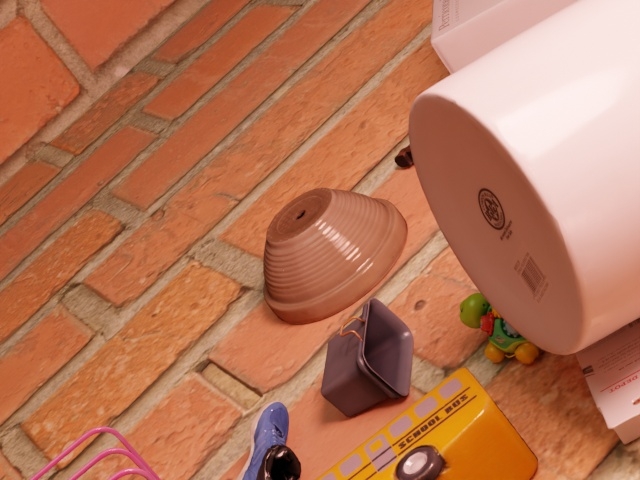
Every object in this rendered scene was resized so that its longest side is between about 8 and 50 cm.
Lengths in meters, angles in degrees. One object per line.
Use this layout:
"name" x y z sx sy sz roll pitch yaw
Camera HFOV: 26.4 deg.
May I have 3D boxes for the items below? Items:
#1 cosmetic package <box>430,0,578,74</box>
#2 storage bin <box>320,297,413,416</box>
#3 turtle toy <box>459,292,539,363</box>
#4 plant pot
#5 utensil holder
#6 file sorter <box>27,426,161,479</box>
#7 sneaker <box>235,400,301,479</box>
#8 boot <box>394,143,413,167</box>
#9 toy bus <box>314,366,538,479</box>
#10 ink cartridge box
"cosmetic package" 0.399 -0.394 2.061 0.453 0.161 0.230 -28 27 22
"storage bin" 0.049 0.149 1.703 0.091 0.098 0.135 -37 24 27
"turtle toy" 0.219 0.091 1.601 0.130 0.066 0.095 -2 43 50
"plant pot" 0.000 0.000 1.982 0.237 0.110 0.237 -29 27 16
"utensil holder" 0.329 -0.108 1.399 0.385 0.327 0.327 -29 24 -14
"file sorter" -0.239 0.374 1.587 0.202 0.182 0.291 -41 26 -8
"sneaker" -0.052 0.259 1.676 0.084 0.058 0.152 -21 34 42
"boot" 0.178 -0.163 2.111 0.106 0.037 0.114 -3 38 47
"toy bus" 0.063 0.286 1.431 0.333 0.108 0.130 -38 25 0
"ink cartridge box" 0.328 0.136 1.394 0.104 0.060 0.180 -31 26 13
